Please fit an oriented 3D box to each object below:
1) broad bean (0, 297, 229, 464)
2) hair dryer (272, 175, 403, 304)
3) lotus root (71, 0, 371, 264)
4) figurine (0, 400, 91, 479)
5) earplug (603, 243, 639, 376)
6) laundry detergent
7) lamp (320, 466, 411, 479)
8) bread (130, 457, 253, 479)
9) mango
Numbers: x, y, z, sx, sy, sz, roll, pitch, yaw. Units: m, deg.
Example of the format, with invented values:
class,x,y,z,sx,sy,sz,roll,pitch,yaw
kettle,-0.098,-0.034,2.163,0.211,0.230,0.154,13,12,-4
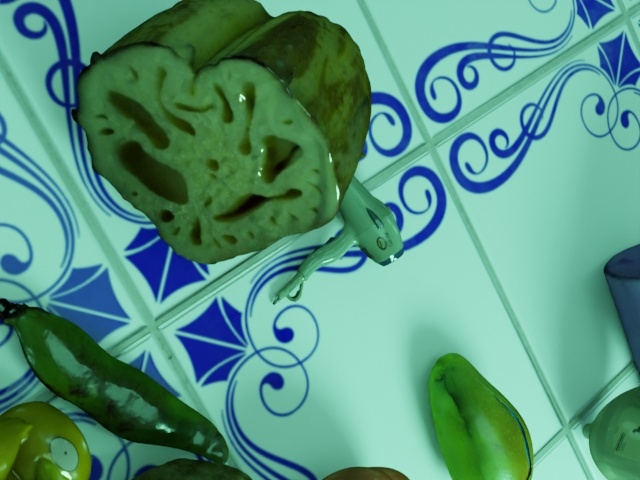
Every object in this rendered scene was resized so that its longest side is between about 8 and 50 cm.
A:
class,x,y,z,sx,sy,sz,roll,pitch,yaw
broad bean,-0.242,0.167,1.090,0.339,0.061,0.077,41,55,-22
hair dryer,0.000,-0.021,1.273,0.199,0.067,0.167,-21,88,-16
lotus root,-0.094,-0.166,1.086,0.316,0.316,0.250,44,50,-21
figurine,-0.335,0.273,0.964,0.228,0.215,0.215,-20,97,-19
earplug,0.616,0.223,1.533,0.215,0.215,0.455,-24,102,-31
laundry detergent,0.491,0.291,1.415,0.091,0.253,0.181,42,67,-21
lamp,0.052,0.378,1.199,0.188,0.164,0.187,26,50,-36
bread,-0.162,0.359,1.089,0.230,0.123,0.229,2,86,-34
mango,0.224,0.267,1.343,0.125,0.111,0.232,-12,80,-43
